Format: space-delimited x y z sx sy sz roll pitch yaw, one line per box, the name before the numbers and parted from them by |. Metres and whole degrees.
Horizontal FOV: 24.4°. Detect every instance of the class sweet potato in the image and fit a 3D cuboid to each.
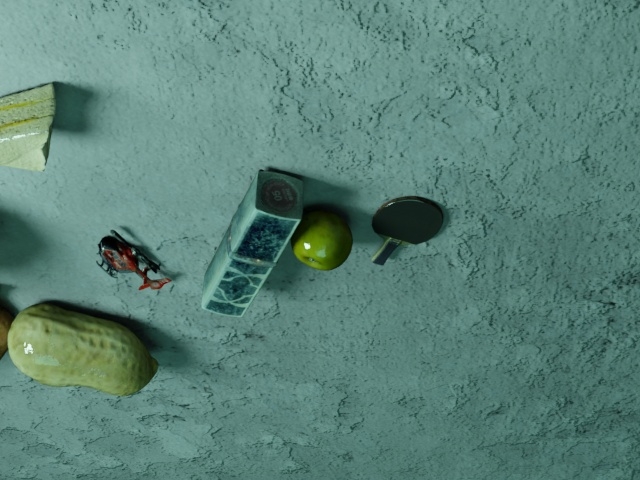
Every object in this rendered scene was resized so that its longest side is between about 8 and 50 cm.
sweet potato | -0.512 0.134 2.326 0.055 0.058 0.202 40 149 24

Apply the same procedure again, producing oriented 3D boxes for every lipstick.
lipstick | -0.099 0.011 2.085 0.078 0.076 0.289 12 147 -14

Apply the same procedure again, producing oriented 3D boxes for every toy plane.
toy plane | -0.280 0.032 2.168 0.060 0.037 0.145 -26 132 21

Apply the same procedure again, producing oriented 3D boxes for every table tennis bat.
table tennis bat | 0.112 -0.013 2.083 0.095 0.014 0.158 15 142 -17

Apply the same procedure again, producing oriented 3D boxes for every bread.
bread | -0.414 -0.149 1.881 0.152 0.077 0.105 5 149 -7

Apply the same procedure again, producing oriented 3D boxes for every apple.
apple | 0.000 0.000 2.062 0.090 0.074 0.089 20 157 9

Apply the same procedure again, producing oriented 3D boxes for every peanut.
peanut | -0.370 0.176 2.315 0.253 0.122 0.137 14 153 -21
